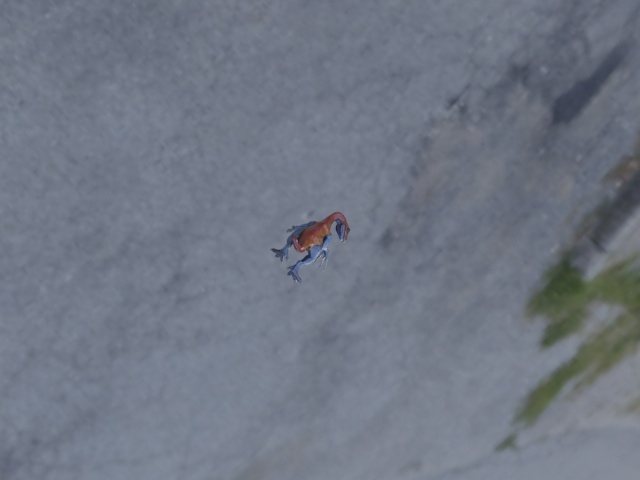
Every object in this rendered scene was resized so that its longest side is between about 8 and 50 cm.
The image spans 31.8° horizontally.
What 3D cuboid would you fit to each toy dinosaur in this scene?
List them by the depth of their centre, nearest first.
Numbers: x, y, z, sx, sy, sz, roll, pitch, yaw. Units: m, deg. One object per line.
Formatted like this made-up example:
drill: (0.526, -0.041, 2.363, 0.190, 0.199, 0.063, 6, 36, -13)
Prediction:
toy dinosaur: (0.000, 0.000, 0.958, 0.082, 0.047, 0.090, -43, -175, -25)
